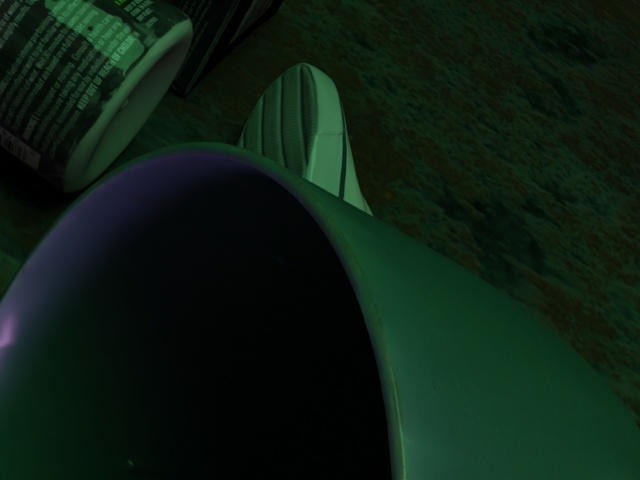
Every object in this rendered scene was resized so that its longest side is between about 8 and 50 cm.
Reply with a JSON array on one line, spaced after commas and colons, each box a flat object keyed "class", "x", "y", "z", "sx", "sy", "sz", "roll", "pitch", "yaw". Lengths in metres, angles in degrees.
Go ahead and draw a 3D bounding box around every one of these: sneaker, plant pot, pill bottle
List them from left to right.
[{"class": "pill bottle", "x": -0.208, "y": -0.148, "z": 0.660, "sx": 0.246, "sy": 0.130, "sz": 0.130, "roll": 36, "pitch": 42, "yaw": -2}, {"class": "sneaker", "x": 0.000, "y": 0.000, "z": 0.719, "sx": 0.091, "sy": 0.094, "sz": 0.258, "roll": 30, "pitch": 43, "yaw": -36}, {"class": "plant pot", "x": 0.007, "y": 0.134, "z": 0.457, "sx": 0.235, "sy": 0.293, "sz": 0.293, "roll": 19, "pitch": 43, "yaw": -39}]

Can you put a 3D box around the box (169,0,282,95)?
[{"class": "box", "x": -0.125, "y": -0.230, "z": 0.808, "sx": 0.207, "sy": 0.108, "sz": 0.153, "roll": 37, "pitch": 42, "yaw": 0}]
